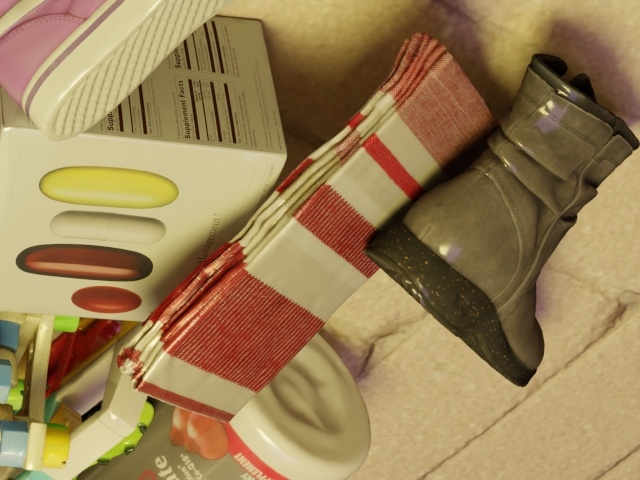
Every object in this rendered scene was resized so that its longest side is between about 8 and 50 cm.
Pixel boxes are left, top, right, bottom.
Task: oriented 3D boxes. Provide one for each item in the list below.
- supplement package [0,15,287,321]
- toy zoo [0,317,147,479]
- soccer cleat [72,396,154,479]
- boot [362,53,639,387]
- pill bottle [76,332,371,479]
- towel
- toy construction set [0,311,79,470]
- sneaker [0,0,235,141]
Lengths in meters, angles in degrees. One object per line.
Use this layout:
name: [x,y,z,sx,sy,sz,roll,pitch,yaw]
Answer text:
supplement package: [-0.155,-0.056,1.354,0.203,0.149,0.194,5,136,-18]
toy zoo: [-0.214,0.137,1.521,0.030,0.192,0.293,40,119,-22]
soccer cleat: [-0.208,0.168,1.566,0.060,0.072,0.179,20,133,-38]
boot: [0.179,-0.010,1.491,0.223,0.118,0.338,-48,160,1]
pill bottle: [-0.121,0.212,1.633,0.176,0.176,0.318,28,125,-35]
towel: [0.000,0.000,1.377,0.329,0.037,0.237,-46,160,2]
toy construction set: [-0.287,0.130,1.460,0.151,0.215,0.327,15,148,-31]
sneaker: [-0.122,-0.215,1.207,0.282,0.161,0.102,-39,162,0]
